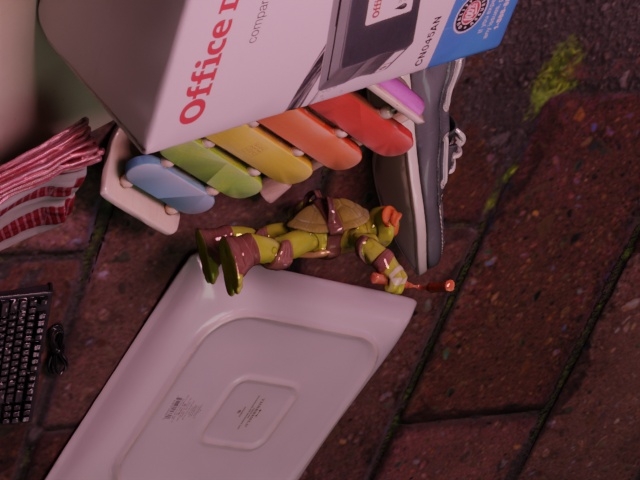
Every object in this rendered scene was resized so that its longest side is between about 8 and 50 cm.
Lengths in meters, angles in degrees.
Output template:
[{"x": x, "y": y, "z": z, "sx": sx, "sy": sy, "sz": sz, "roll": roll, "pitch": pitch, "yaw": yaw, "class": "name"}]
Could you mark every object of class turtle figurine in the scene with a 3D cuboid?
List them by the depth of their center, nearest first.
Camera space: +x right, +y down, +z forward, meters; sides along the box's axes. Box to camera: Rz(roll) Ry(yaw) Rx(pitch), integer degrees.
[{"x": 0.000, "y": 0.000, "z": 1.952, "sx": 0.217, "sy": 0.269, "sz": 0.087, "roll": -12, "pitch": 117, "yaw": -23, "class": "turtle figurine"}]

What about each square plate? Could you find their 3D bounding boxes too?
[{"x": -0.091, "y": 0.183, "z": 2.206, "sx": 0.344, "sy": 0.049, "sz": 0.347, "roll": 13, "pitch": 119, "yaw": -43, "class": "square plate"}]

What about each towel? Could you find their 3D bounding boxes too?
[{"x": -0.312, "y": 0.001, "z": 1.721, "sx": 0.237, "sy": 0.037, "sz": 0.329, "roll": -31, "pitch": 178, "yaw": -17, "class": "towel"}]

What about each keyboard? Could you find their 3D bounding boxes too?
[{"x": -0.305, "y": 0.120, "z": 2.013, "sx": 0.108, "sy": 0.023, "sz": 0.180, "roll": -10, "pitch": 133, "yaw": -29, "class": "keyboard"}]

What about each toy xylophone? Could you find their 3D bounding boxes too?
[{"x": -0.041, "y": -0.100, "z": 1.879, "sx": 0.323, "sy": 0.081, "sz": 0.236, "roll": -28, "pitch": 144, "yaw": 33, "class": "toy xylophone"}]

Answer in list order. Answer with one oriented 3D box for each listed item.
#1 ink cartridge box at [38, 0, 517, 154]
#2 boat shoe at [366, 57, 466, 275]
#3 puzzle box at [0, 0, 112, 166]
[{"x": -0.001, "y": -0.263, "z": 1.584, "sx": 0.395, "sy": 0.166, "sz": 0.285, "roll": -20, "pitch": 146, "yaw": -35, "class": "ink cartridge box"}, {"x": 0.113, "y": -0.096, "z": 2.042, "sx": 0.099, "sy": 0.116, "sz": 0.319, "roll": -20, "pitch": 132, "yaw": -14, "class": "boat shoe"}, {"x": -0.176, "y": -0.226, "z": 1.669, "sx": 0.409, "sy": 0.052, "sz": 0.272, "roll": -32, "pitch": 142, "yaw": -34, "class": "puzzle box"}]
